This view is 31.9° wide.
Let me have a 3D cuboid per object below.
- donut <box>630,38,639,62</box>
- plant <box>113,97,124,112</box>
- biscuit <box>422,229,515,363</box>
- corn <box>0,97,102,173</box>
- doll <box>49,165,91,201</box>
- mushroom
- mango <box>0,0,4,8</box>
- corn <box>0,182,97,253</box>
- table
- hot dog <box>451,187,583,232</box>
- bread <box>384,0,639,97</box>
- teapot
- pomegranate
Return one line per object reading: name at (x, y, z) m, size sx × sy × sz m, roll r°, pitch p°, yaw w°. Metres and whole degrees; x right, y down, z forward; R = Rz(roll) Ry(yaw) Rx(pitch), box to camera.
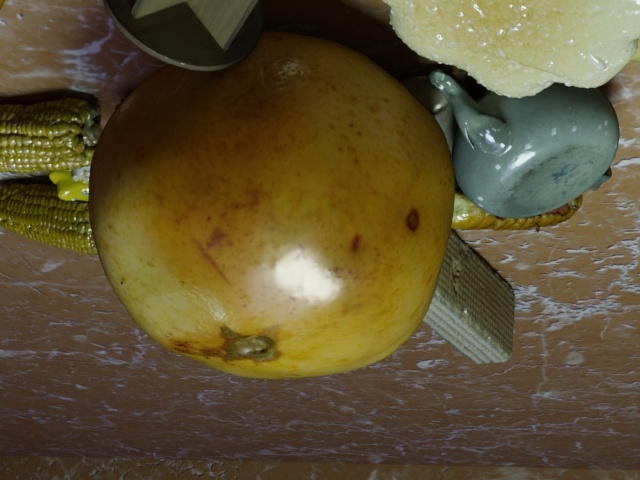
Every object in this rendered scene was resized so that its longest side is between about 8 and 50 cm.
donut at (0.313, -0.235, 1.091) m, size 0.146 × 0.078 × 0.181 m, roll -11°, pitch 153°, yaw 41°
plant at (-0.196, -0.152, 1.403) m, size 0.143 × 0.092 × 0.094 m, roll -3°, pitch 143°, yaw 35°
biscuit at (0.197, 0.066, 1.737) m, size 0.079 × 0.144 × 0.426 m, roll -5°, pitch 156°, yaw 28°
corn at (-0.425, -0.139, 1.479) m, size 0.292 × 0.101 × 0.101 m, roll 2°, pitch 156°, yaw 14°
doll at (-0.317, -0.107, 1.580) m, size 0.135 × 0.071 × 0.113 m, roll -7°, pitch 143°, yaw -4°
mushroom at (0.142, -0.100, 1.428) m, size 0.109 × 0.097 × 0.351 m, roll 7°, pitch 153°, yaw 4°
mango at (-0.400, -0.265, 1.196) m, size 0.115 × 0.090 × 0.178 m, roll 11°, pitch 165°, yaw -26°
corn at (-0.388, -0.035, 1.673) m, size 0.262 × 0.097 × 0.097 m, roll 10°, pitch 161°, yaw 28°
table at (-0.085, -0.285, 1.005) m, size 0.167 × 0.167 × 0.226 m, roll 16°, pitch 146°, yaw -21°
hot dog at (0.241, -0.044, 1.443) m, size 0.286 × 0.061 × 0.088 m, roll -2°, pitch -171°, yaw -42°
bread at (0.165, -0.240, 1.036) m, size 0.316 × 0.054 × 0.316 m, roll 21°, pitch 153°, yaw 11°
teapot at (0.242, -0.116, 1.284) m, size 0.294 × 0.129 × 0.193 m, roll 8°, pitch 141°, yaw -46°
pomegranate at (-0.046, -0.040, 1.243) m, size 0.417 × 0.416 × 0.416 m, roll 5°, pitch 157°, yaw 2°
